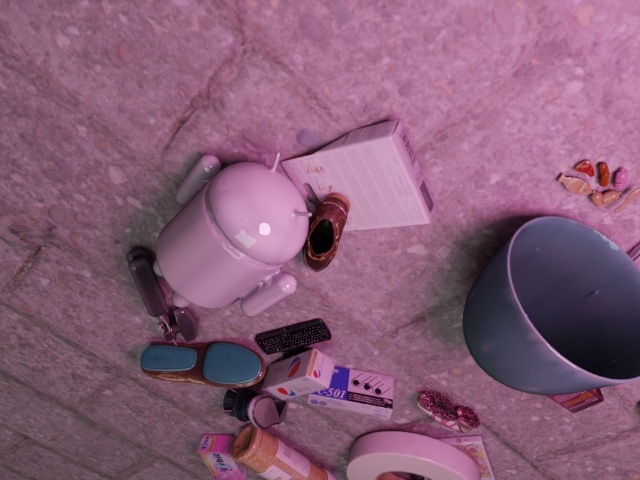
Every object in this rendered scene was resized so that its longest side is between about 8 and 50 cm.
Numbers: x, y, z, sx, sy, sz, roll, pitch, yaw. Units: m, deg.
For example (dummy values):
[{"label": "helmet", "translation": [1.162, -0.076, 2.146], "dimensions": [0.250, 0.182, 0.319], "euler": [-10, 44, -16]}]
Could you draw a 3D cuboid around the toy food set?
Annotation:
[{"label": "toy food set", "translation": [0.476, -0.101, 0.850], "dimensions": [0.122, 0.019, 0.078], "euler": [31, 127, -5]}]

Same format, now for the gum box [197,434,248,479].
[{"label": "gum box", "translation": [-0.307, 0.702, 1.605], "dimensions": [0.107, 0.062, 0.188], "euler": [-4, 128, 13]}]

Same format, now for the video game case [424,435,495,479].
[{"label": "video game case", "translation": [0.388, 0.650, 1.467], "dimensions": [0.206, 0.026, 0.227], "euler": [-13, 125, 19]}]

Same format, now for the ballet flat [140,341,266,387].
[{"label": "ballet flat", "translation": [-0.290, 0.327, 1.281], "dimensions": [0.342, 0.116, 0.124], "euler": [-2, 148, 12]}]

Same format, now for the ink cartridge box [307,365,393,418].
[{"label": "ink cartridge box", "translation": [0.077, 0.375, 1.251], "dimensions": [0.207, 0.097, 0.046], "euler": [10, 130, 2]}]

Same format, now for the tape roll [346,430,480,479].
[{"label": "tape roll", "translation": [0.269, 0.694, 1.465], "dimensions": [0.392, 0.072, 0.392], "euler": [9, 132, 11]}]

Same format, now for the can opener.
[{"label": "can opener", "translation": [-0.370, 0.134, 1.165], "dimensions": [0.093, 0.074, 0.280], "euler": [-25, 130, -14]}]

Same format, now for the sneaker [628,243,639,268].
[{"label": "sneaker", "translation": [0.588, 0.116, 0.957], "dimensions": [0.094, 0.091, 0.258], "euler": [10, 129, 2]}]

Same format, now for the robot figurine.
[{"label": "robot figurine", "translation": [-0.162, -0.008, 0.917], "dimensions": [0.353, 0.200, 0.300], "euler": [-36, 86, 32]}]

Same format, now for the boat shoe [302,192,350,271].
[{"label": "boat shoe", "translation": [0.000, 0.000, 0.962], "dimensions": [0.073, 0.073, 0.207], "euler": [20, 140, 4]}]

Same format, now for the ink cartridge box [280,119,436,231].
[{"label": "ink cartridge box", "translation": [0.070, -0.105, 0.909], "dimensions": [0.232, 0.066, 0.189], "euler": [-2, 132, 39]}]

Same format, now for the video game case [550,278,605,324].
[{"label": "video game case", "translation": [0.514, 0.100, 0.971], "dimensions": [0.011, 0.087, 0.122], "euler": [-10, 143, -39]}]

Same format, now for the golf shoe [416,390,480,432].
[{"label": "golf shoe", "translation": [0.318, 0.455, 1.294], "dimensions": [0.186, 0.067, 0.086], "euler": [29, 129, -14]}]

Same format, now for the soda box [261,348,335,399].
[{"label": "soda box", "translation": [-0.057, 0.330, 1.219], "dimensions": [0.069, 0.074, 0.216], "euler": [33, 142, -20]}]

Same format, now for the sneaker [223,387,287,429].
[{"label": "sneaker", "translation": [-0.195, 0.433, 1.306], "dimensions": [0.163, 0.086, 0.226], "euler": [10, 161, 17]}]

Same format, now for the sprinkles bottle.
[{"label": "sprinkles bottle", "translation": [-0.105, 0.695, 1.528], "dimensions": [0.121, 0.121, 0.355], "euler": [-33, 116, 30]}]

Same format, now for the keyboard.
[{"label": "keyboard", "translation": [-0.062, 0.252, 1.216], "dimensions": [0.192, 0.038, 0.100], "euler": [-19, 123, 24]}]

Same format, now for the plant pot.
[{"label": "plant pot", "translation": [0.396, 0.142, 0.898], "dimensions": [0.293, 0.293, 0.235], "euler": [20, 144, -7]}]

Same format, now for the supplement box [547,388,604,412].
[{"label": "supplement box", "translation": [0.516, 0.283, 1.096], "dimensions": [0.188, 0.104, 0.081], "euler": [34, 127, -17]}]
